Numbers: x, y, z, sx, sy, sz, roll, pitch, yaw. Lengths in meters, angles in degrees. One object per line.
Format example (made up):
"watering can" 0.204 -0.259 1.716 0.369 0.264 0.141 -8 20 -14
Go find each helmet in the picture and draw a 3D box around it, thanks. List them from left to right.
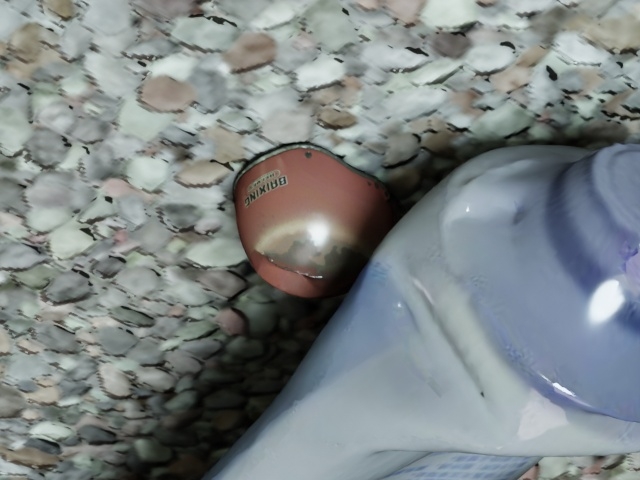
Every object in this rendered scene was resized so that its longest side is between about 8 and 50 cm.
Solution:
"helmet" 0.001 0.002 0.811 0.065 0.049 0.084 -34 131 32

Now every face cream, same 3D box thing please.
"face cream" 0.042 0.100 0.866 0.235 0.137 0.420 -10 153 -37
